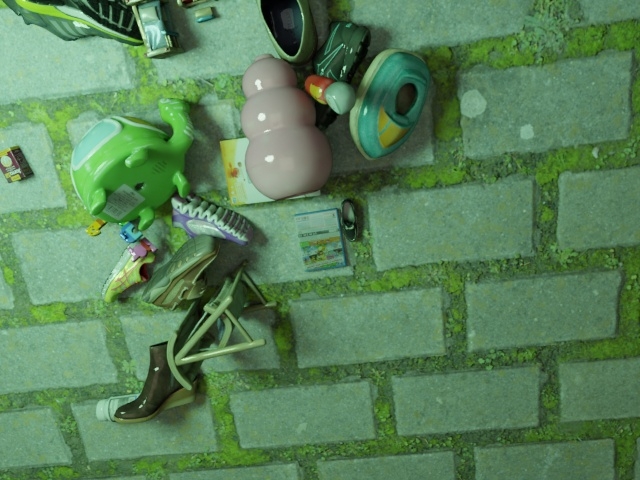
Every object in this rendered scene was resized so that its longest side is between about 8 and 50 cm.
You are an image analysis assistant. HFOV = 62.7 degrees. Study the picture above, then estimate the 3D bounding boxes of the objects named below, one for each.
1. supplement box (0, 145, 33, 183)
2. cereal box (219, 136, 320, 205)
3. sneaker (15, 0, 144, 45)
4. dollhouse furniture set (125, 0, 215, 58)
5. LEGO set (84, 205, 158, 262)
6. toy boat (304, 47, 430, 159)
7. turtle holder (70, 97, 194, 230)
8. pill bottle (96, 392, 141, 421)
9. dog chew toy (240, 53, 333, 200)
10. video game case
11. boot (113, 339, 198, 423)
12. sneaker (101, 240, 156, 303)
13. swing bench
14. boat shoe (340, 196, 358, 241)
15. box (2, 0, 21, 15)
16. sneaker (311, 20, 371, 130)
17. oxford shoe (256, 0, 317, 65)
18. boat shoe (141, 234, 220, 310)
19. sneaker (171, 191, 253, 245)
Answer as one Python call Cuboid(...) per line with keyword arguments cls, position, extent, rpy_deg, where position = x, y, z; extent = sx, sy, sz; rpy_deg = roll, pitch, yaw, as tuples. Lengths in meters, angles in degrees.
Cuboid(cls="supplement box", position=(-0.810, -0.200, 1.384), extent=(0.055, 0.043, 0.083), rpy_deg=(-20, 107, 7))
Cuboid(cls="cereal box", position=(-0.126, -0.190, 1.362), extent=(0.240, 0.047, 0.173), rpy_deg=(-7, 106, 5))
Cuboid(cls="sneaker", position=(-0.561, -0.526, 1.241), extent=(0.300, 0.121, 0.111), rpy_deg=(15, 66, -18))
Cuboid(cls="dollhouse furniture set", position=(-0.326, -0.511, 1.218), extent=(0.184, 0.129, 0.129), rpy_deg=(-13, 108, 6))
Cuboid(cls="LEGO set", position=(-0.546, -0.028, 1.369), extent=(0.227, 0.087, 0.093), rpy_deg=(43, 76, 3))
Cuboid(cls="toy boat", position=(0.120, -0.312, 1.203), extent=(0.318, 0.148, 0.267), rpy_deg=(2, 116, -37))
Cuboid(cls="turtle holder", position=(-0.459, -0.205, 1.268), extent=(0.227, 0.243, 0.320), rpy_deg=(49, 119, 26))
Cuboid(cls="pill bottle", position=(-0.602, 0.510, 1.598), extent=(0.137, 0.078, 0.078), rpy_deg=(-8, 108, 5))
Cuboid(cls="dog chew toy", position=(-0.092, -0.266, 1.223), extent=(0.207, 0.206, 0.331), rpy_deg=(-13, 92, 6))
Cuboid(cls="video game case", position=(0.000, 0.000, 1.440), extent=(0.119, 0.015, 0.166), rpy_deg=(-9, 108, 4))
Cuboid(cls="boot", position=(-0.483, 0.400, 1.520), extent=(0.248, 0.090, 0.206), rpy_deg=(-12, 105, -28))
Cuboid(cls="sneaker", position=(-0.530, 0.101, 1.458), extent=(0.094, 0.081, 0.208), rpy_deg=(33, 106, -11))
Cuboid(cls="swing bench", position=(-0.273, 0.218, 1.397), extent=(0.255, 0.253, 0.165), rpy_deg=(-31, 105, 11))
Cuboid(cls="boat shoe", position=(0.077, -0.052, 1.407), extent=(0.046, 0.038, 0.125), rpy_deg=(-3, 108, 3))
Cuboid(cls="box", position=(-0.721, -0.584, 1.247), extent=(0.062, 0.052, 0.083), rpy_deg=(-41, 103, 14))
Cuboid(cls="sneaker", position=(0.027, -0.398, 1.277), extent=(0.106, 0.101, 0.267), rpy_deg=(28, 105, 11))
Cuboid(cls="oxford shoe", position=(-0.098, -0.594, 1.173), extent=(0.141, 0.146, 0.397), rpy_deg=(-20, 106, 9))
Cuboid(cls="boat shoe", position=(-0.355, 0.093, 1.410), extent=(0.116, 0.123, 0.324), rpy_deg=(37, 132, -23))
Cuboid(cls="sneaker", position=(-0.296, -0.038, 1.403), extent=(0.236, 0.095, 0.104), rpy_deg=(25, 114, -1))
